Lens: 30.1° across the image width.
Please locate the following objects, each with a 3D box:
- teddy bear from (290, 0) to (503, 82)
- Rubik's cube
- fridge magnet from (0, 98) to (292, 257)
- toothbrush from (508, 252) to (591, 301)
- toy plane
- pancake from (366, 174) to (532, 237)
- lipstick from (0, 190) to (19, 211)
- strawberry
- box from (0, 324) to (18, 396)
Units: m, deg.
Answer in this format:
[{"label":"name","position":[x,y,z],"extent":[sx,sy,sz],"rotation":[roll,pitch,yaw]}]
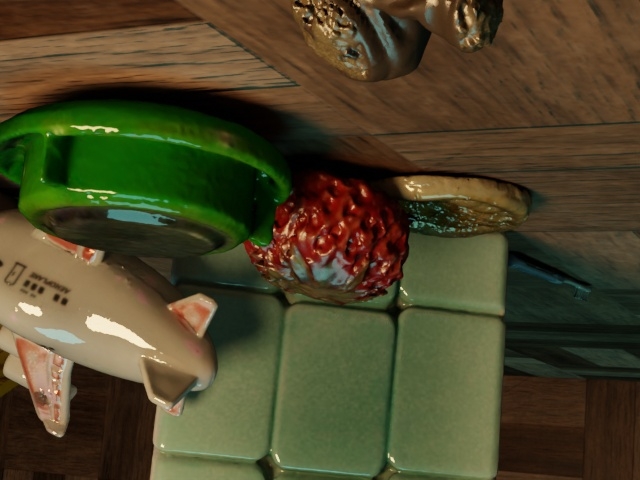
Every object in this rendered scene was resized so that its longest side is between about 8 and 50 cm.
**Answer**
[{"label":"teddy bear","position":[0.018,-0.116,0.390],"extent":[0.119,0.078,0.160],"rotation":[43,168,18]},{"label":"Rubik's cube","position":[-0.004,0.154,1.198],"extent":[0.315,0.322,0.319],"rotation":[5,169,-6]},{"label":"fridge magnet","position":[-0.123,-0.041,0.815],"extent":[0.208,0.088,0.208],"rotation":[5,167,1]},{"label":"toothbrush","position":[0.252,0.042,1.302],"extent":[0.016,0.019,0.219],"rotation":[16,177,35]},{"label":"toy plane","position":[-0.195,0.056,0.993],"extent":[0.252,0.252,0.118],"rotation":[0,-160,25]},{"label":"pancake","position":[0.098,-0.027,0.974],"extent":[0.151,0.025,0.151],"rotation":[4,169,1]},{"label":"lipstick","position":[-0.329,-0.031,1.025],"extent":[0.070,0.070,0.254],"rotation":[3,170,12]},{"label":"strawberry","position":[0.000,0.000,0.934],"extent":[0.145,0.086,0.145],"rotation":[14,167,3]},{"label":"box","position":[-0.528,0.100,1.463],"extent":[0.264,0.116,0.415],"rotation":[-32,151,31]}]
